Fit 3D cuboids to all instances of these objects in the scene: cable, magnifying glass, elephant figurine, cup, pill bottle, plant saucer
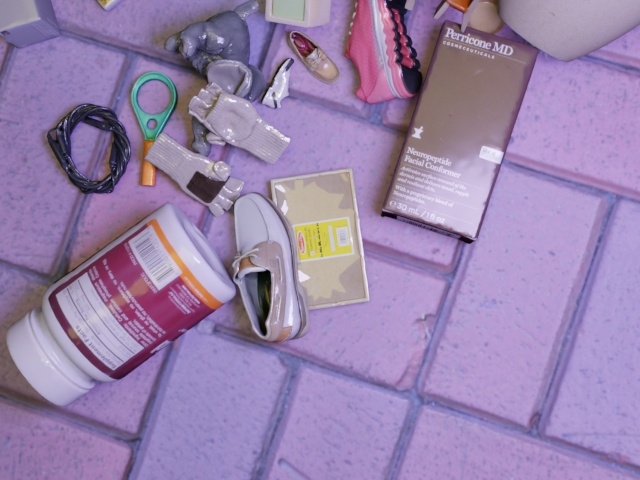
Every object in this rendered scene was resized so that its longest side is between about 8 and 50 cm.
[{"bbox_3d":[-0.454,-0.181,1.818,0.150,0.047,0.184,-31,84,-3],"label":"cable"},{"bbox_3d":[-0.339,-0.225,1.818,0.092,0.026,0.231,3,89,4],"label":"magnifying glass"},{"bbox_3d":[-0.186,-0.310,1.764,0.169,0.186,0.239,-31,100,-40],"label":"elephant figurine"},{"bbox_3d":[0.462,-0.471,1.655,0.331,0.331,0.237,36,116,4],"label":"cup"},{"bbox_3d":[-0.377,0.127,1.710,0.392,0.224,0.224,-35,87,2],"label":"pill bottle"},{"bbox_3d":[0.326,-0.442,1.786,0.083,0.015,0.083,0,88,3],"label":"plant saucer"}]

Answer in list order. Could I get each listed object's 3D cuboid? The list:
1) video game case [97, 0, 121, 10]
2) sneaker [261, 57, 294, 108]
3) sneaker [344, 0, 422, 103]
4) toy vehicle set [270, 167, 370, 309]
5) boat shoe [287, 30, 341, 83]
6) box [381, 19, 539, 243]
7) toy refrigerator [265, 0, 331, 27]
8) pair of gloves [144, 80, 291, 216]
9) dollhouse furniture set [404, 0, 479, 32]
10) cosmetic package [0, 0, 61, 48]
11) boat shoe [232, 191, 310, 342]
[{"bbox_3d":[-0.408,-0.614,1.833,0.227,0.026,0.206,-37,86,1],"label":"video game case"},{"bbox_3d":[-0.077,-0.312,1.801,0.043,0.040,0.109,27,94,-12],"label":"sneaker"},{"bbox_3d":[0.096,-0.413,1.754,0.136,0.116,0.314,-17,75,32],"label":"sneaker"},{"bbox_3d":[0.000,0.000,1.784,0.166,0.035,0.267,-7,88,3],"label":"toy vehicle set"},{"bbox_3d":[-0.015,-0.364,1.790,0.135,0.045,0.050,42,91,4],"label":"boat shoe"},{"bbox_3d":[0.263,-0.202,1.724,0.191,0.143,0.381,18,88,4],"label":"box"},{"bbox_3d":[-0.038,-0.549,1.711,0.102,0.094,0.269,17,115,26],"label":"toy refrigerator"},{"bbox_3d":[-0.200,-0.174,1.743,0.204,0.042,0.240,39,116,-19],"label":"pair of gloves"},{"bbox_3d":[0.193,-0.545,1.666,0.262,0.259,0.135,25,134,-3],"label":"dollhouse furniture set"},{"bbox_3d":[-0.609,-0.517,1.793,0.107,0.127,0.238,-19,89,2],"label":"cosmetic package"},{"bbox_3d":[-0.109,0.047,1.727,0.113,0.103,0.302,-28,76,36],"label":"boat shoe"}]
